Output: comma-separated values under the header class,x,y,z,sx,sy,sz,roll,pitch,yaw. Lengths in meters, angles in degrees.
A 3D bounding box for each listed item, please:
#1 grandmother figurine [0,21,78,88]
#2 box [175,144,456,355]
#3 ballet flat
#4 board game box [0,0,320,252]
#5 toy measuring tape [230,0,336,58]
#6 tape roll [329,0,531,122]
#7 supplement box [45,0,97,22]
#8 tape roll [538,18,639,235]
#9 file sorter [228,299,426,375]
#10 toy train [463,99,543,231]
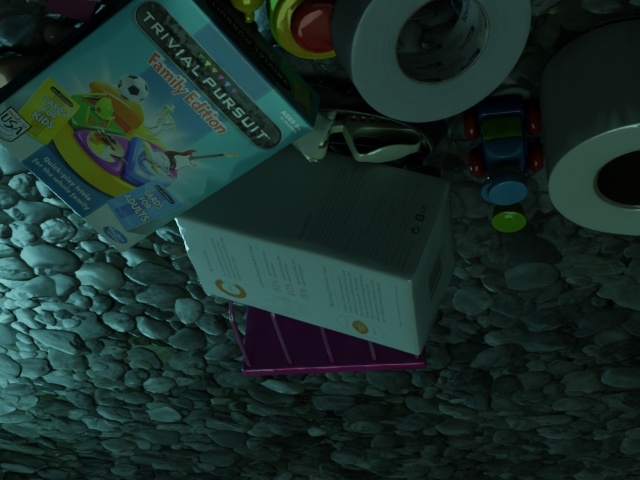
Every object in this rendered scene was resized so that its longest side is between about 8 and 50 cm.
class,x,y,z,sx,sy,sz,roll,pitch,yaw
grandmother figurine,-0.287,-0.199,1.542,0.343,0.104,0.208,-6,155,16
box,0.000,0.000,1.674,0.346,0.168,0.215,15,151,17
ballet flat,0.029,-0.155,1.593,0.281,0.096,0.095,3,147,-2
board game box,-0.211,-0.160,1.456,0.336,0.079,0.254,-31,119,28
toy measuring tape,0.054,-0.270,1.406,0.330,0.121,0.121,0,148,-13
tape roll,0.125,-0.243,1.343,0.219,0.072,0.219,-13,132,-15
supplement box,-0.286,-0.304,1.389,0.055,0.083,0.043,14,145,-17
tape roll,0.409,-0.143,1.528,0.246,0.169,0.246,1,148,1
file sorter,0.012,0.076,1.862,0.291,0.202,0.182,-3,144,8
toy train,0.263,-0.071,1.668,0.105,0.143,0.248,-4,147,10
